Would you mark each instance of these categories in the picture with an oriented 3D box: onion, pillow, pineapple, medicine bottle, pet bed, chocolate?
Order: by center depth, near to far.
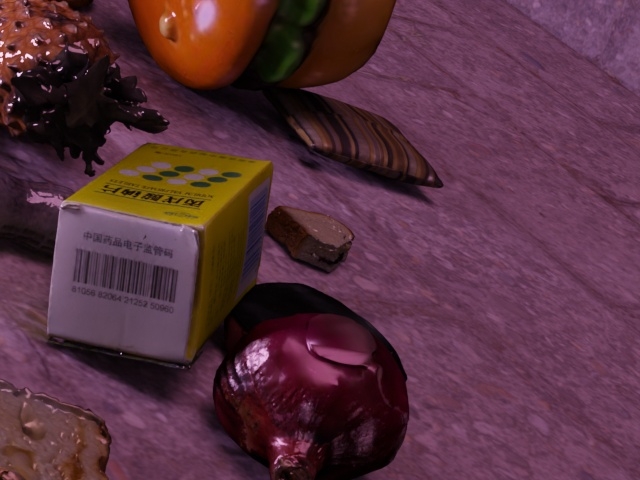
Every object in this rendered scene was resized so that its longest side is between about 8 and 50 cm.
[{"bbox_3d":[-0.004,0.141,1.570,0.173,0.135,0.198,21,22,-7],"label":"onion"},{"bbox_3d":[-0.141,0.007,1.677,0.137,0.141,0.250,12,18,10],"label":"medicine bottle"},{"bbox_3d":[-0.295,-0.030,1.734,0.167,0.072,0.072,17,21,-30],"label":"chocolate"},{"bbox_3d":[-0.007,0.103,1.784,0.201,0.053,0.201,23,19,-8],"label":"pet bed"},{"bbox_3d":[-0.259,-0.150,1.886,0.169,0.169,0.340,14,12,-32],"label":"pineapple"},{"bbox_3d":[0.043,-0.141,2.459,0.212,0.052,0.208,16,18,-29],"label":"pillow"}]

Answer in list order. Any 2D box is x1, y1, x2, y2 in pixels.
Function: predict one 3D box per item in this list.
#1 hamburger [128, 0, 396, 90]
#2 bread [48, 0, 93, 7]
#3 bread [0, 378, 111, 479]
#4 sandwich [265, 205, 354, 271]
[{"bbox_3d":[-0.100,-0.368,2.391,0.277,0.395,0.396,-5,34,-32],"label":"hamburger"},{"bbox_3d":[-0.387,-0.382,2.517,0.193,0.064,0.193,24,23,-11],"label":"bread"},{"bbox_3d":[-0.218,0.170,1.314,0.128,0.088,0.232,31,12,-14],"label":"bread"},{"bbox_3d":[0.000,0.000,2.074,0.105,0.035,0.093,9,25,-43],"label":"sandwich"}]
